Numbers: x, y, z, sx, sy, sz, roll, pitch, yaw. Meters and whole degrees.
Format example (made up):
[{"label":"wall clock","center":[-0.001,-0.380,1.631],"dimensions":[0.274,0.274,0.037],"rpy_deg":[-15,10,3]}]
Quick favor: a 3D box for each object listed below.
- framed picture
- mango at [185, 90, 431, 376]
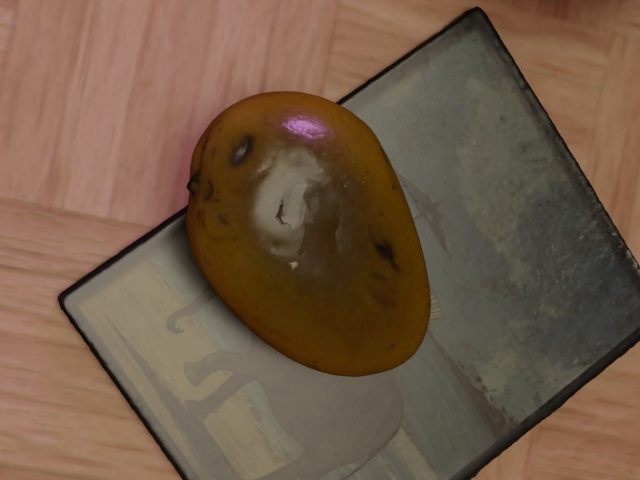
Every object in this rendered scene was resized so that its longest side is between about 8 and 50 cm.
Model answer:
[{"label":"framed picture","center":[0.042,0.044,0.815],"dimensions":[0.347,0.016,0.265],"rpy_deg":[-35,99,-13]},{"label":"mango","center":[0.000,0.000,0.746],"dimensions":[0.137,0.098,0.195],"rpy_deg":[-46,107,-14]}]
